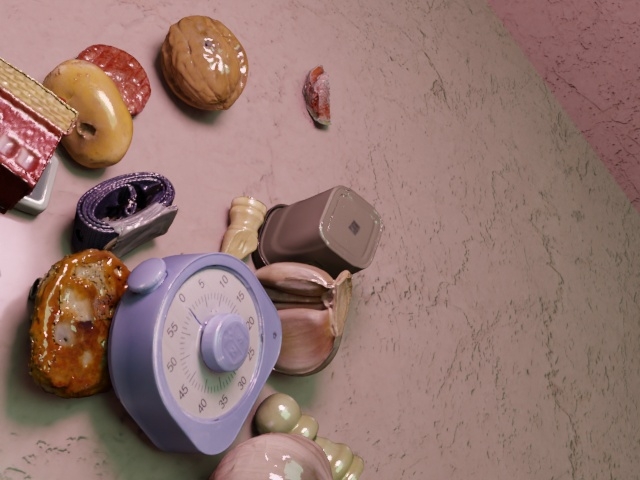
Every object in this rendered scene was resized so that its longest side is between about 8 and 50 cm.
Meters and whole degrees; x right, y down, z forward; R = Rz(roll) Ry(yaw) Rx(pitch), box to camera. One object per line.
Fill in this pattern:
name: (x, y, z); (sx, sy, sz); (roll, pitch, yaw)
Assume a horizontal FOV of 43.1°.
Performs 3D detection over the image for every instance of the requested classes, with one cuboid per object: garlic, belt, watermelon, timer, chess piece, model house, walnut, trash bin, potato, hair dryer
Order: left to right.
model house: (-0.578, -0.209, 1.491); (0.196, 0.160, 0.254); (38, 46, -21)
hair dryer: (-0.520, 0.149, 1.527); (0.071, 0.047, 0.150); (25, 61, -32)
potato: (-0.479, -0.265, 1.689); (0.146, 0.150, 0.234); (-37, 103, -49)
belt: (-0.404, -0.044, 1.668); (0.139, 0.126, 0.230); (42, 44, 14)
timer: (-0.240, 0.193, 1.582); (0.395, 0.173, 0.395); (8, 80, -56)
walnut: (-0.275, -0.419, 1.920); (0.198, 0.198, 0.245); (-25, 87, -45)
chess piece: (-0.188, 0.005, 1.875); (0.090, 0.090, 0.200); (26, 65, -30)
garlic: (-0.102, 0.525, 1.562); (0.317, 0.259, 0.317); (7, 90, -70)
garlic: (-0.058, 0.169, 1.808); (0.210, 0.292, 0.237); (-75, 146, -45)
chess piece: (-0.040, 0.439, 1.755); (0.251, 0.144, 0.144); (47, 46, -5)
watermelon: (-0.008, -0.413, 2.208); (0.071, 0.139, 0.187); (-5, 71, -8)
trash bin: (0.000, 0.000, 1.916); (0.220, 0.250, 0.219); (36, 55, -24)

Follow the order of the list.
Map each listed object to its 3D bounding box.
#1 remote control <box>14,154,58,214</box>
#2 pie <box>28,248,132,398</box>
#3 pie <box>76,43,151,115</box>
remote control: (-0.654, -0.160, 1.548); (0.296, 0.056, 0.140); (25, 53, -32)
pie: (-0.433, 0.153, 1.526); (0.308, 0.085, 0.308); (15, 71, -53)
pie: (-0.465, -0.358, 1.819); (0.182, 0.049, 0.182); (19, 57, -32)
